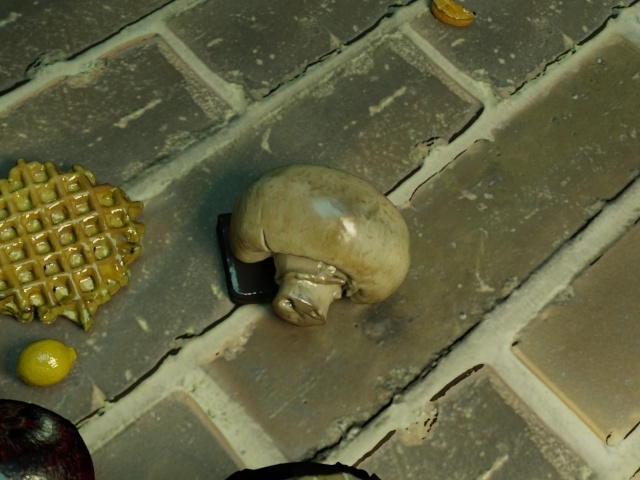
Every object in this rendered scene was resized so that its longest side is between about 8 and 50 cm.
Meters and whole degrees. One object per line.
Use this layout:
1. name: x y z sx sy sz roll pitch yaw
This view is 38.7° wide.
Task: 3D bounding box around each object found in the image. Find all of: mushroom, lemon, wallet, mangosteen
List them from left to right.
1. mangosteen: -0.365 0.294 1.046 0.216 0.216 0.216 3 62 -6
2. lemon: -0.357 0.158 1.187 0.083 0.062 0.062 -17 66 -16
3. wallet: -0.021 0.012 1.324 0.250 0.044 0.149 -6 67 -11
4. mushroom: 0.000 0.000 1.210 0.253 0.189 0.195 19 66 -1

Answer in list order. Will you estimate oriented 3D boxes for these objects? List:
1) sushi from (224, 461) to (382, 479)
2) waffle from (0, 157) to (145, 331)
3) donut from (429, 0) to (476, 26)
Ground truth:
1. sushi: 0.001 0.407 0.981 0.328 0.285 0.328 32 82 9
2. waffle: -0.378 0.001 1.277 0.245 0.052 0.254 22 61 3
3. donut: 0.226 -0.403 1.582 0.083 0.038 0.067 13 59 -6
